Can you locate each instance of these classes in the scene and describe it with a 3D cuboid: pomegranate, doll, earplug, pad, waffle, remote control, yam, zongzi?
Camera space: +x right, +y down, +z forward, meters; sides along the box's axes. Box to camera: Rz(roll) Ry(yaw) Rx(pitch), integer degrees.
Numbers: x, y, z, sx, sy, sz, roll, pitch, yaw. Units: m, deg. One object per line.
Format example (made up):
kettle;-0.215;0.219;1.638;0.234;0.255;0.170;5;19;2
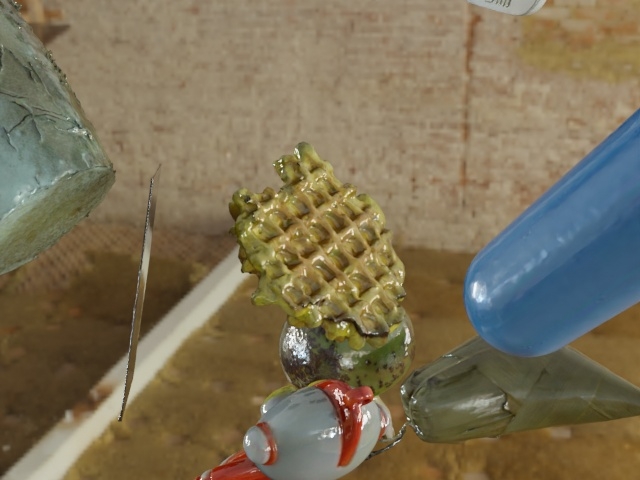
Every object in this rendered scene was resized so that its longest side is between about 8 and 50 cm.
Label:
pomegranate;0.065;0.270;2.366;0.285;0.340;0.285;-14;-177;1
doll;-0.034;0.228;1.229;0.200;0.105;0.336;-4;154;-31
earplug;0.225;-0.004;0.895;0.273;0.132;0.132;-41;177;32
pad;-0.227;0.058;1.435;0.005;0.299;0.202;8;-172;-6
waffle;-0.001;0.007;1.474;0.282;0.058;0.300;37;-143;-19
remote control;0.255;-0.339;1.524;0.044;0.073;0.229;19;-169;-18
yam;-0.426;-0.146;1.475;0.241;0.348;0.241;-27;166;-7
zongzi;0.330;0.309;2.070;0.447;0.181;0.418;-25;-151;-29
